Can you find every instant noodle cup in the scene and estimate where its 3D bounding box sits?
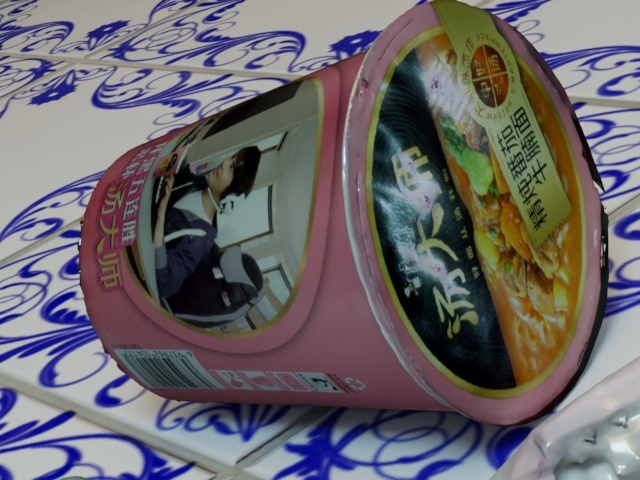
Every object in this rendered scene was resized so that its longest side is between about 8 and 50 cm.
[{"bbox_3d":[0.000,0.000,0.978,0.255,0.244,0.244,-10,21,41],"label":"instant noodle cup"}]

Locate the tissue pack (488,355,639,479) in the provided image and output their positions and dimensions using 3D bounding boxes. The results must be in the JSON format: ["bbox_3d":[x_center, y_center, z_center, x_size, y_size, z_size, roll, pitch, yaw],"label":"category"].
[{"bbox_3d":[0.134,0.104,0.553,0.201,0.124,0.271,-27,-14,-15],"label":"tissue pack"}]

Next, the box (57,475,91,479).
[{"bbox_3d":[-0.133,0.218,0.625,0.135,0.163,0.243,-21,20,17],"label":"box"}]
